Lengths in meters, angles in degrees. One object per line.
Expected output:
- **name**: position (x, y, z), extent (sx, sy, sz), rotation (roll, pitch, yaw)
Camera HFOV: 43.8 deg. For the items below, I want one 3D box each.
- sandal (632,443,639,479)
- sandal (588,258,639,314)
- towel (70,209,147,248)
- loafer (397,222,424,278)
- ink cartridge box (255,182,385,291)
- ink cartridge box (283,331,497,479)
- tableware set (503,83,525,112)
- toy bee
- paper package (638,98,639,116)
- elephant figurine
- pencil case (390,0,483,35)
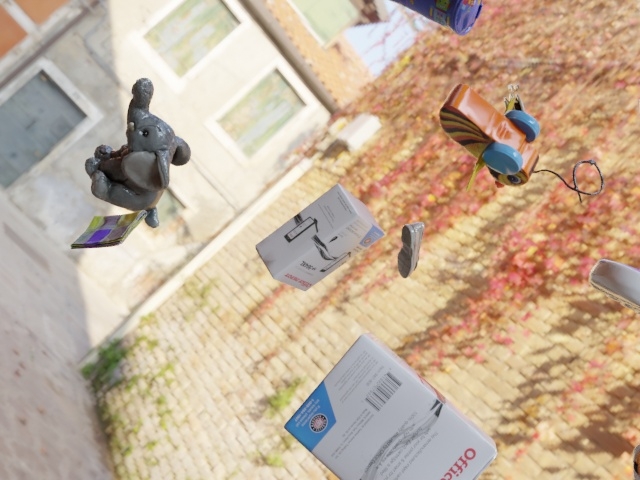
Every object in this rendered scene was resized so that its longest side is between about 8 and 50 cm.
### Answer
- **sandal**: position (0.551, 0.428, 1.264), extent (0.102, 0.076, 0.265), rotation (0, -54, 24)
- **sandal**: position (0.568, 0.109, 1.112), extent (0.416, 0.102, 0.169), rotation (25, 4, -20)
- **towel**: position (-0.240, -0.013, 0.901), extent (0.083, 0.060, 0.009), rotation (-4, -53, 31)
- **loafer**: position (0.171, 0.019, 1.472), extent (0.045, 0.039, 0.125), rotation (52, -29, 41)
- **ink cartridge box**: position (0.000, 0.000, 1.523), extent (0.085, 0.203, 0.148), rotation (59, 13, 25)
- **ink cartridge box**: position (0.163, 0.446, 1.830), extent (0.395, 0.285, 0.166), rotation (41, 3, 11)
- **tableware set**: position (0.442, -0.291, 1.832), extent (0.194, 0.039, 0.128), rotation (-59, 132, -77)
- **toy bee**: position (0.324, -0.147, 1.427), extent (0.298, 0.195, 0.162), rotation (52, -21, 3)
- **paper package**: position (0.859, -0.205, 1.656), extent (0.325, 0.309, 0.168), rotation (12, -34, -4)
- **elephant figurine**: position (-0.332, -0.164, 1.532), extent (0.186, 0.239, 0.169), rotation (17, 51, -45)
- **pencil case**: position (0.234, -0.580, 1.823), extent (0.306, 0.133, 0.119), rotation (38, -54, 29)
